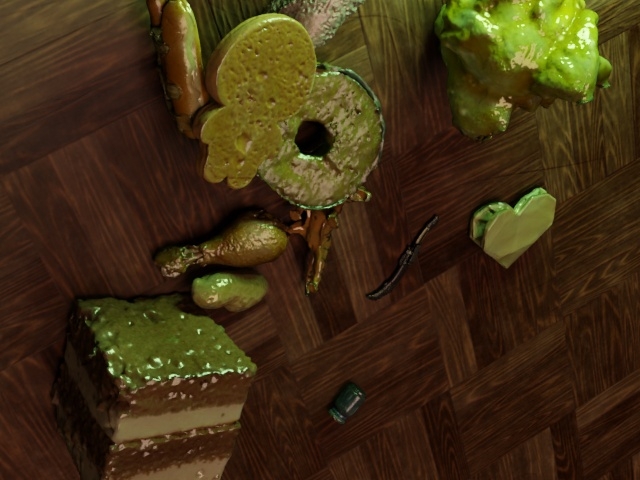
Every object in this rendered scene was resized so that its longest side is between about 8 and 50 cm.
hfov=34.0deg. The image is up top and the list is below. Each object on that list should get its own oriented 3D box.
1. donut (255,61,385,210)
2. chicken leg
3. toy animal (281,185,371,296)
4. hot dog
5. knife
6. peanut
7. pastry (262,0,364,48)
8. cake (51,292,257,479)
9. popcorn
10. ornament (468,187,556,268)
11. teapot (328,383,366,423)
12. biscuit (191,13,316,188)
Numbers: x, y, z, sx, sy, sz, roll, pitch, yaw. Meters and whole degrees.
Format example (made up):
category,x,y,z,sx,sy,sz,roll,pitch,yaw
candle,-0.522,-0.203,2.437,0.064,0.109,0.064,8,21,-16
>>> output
category,x,y,z,sx,sy,sz,roll,pitch,yaw
donut,-0.025,-0.191,1.821,0.272,0.107,0.272,-13,119,-25
chicken leg,-0.172,0.014,1.863,0.251,0.087,0.107,-17,115,-15
toy animal,-0.006,-0.005,1.960,0.116,0.114,0.255,-37,154,-48
hot dog,-0.222,-0.275,1.632,0.072,0.109,0.270,-19,128,-13
knife,0.178,0.042,2.141,0.045,0.021,0.222,36,96,-38
peanut,-0.165,0.093,1.900,0.174,0.080,0.080,-1,119,-48
pastry,0.022,-0.410,1.706,0.265,0.112,0.103,-48,124,1
cake,-0.297,0.273,1.832,0.282,0.256,0.290,-4,124,-33
popcorn,0.364,-0.347,1.819,0.321,0.326,0.290,-19,123,-11
ornament,0.410,-0.014,2.233,0.201,0.059,0.180,-18,129,-25
teapot,0.057,0.347,2.241,0.049,0.063,0.083,39,97,-10
biscuit,-0.110,-0.221,1.662,0.202,0.044,0.289,5,114,-44
